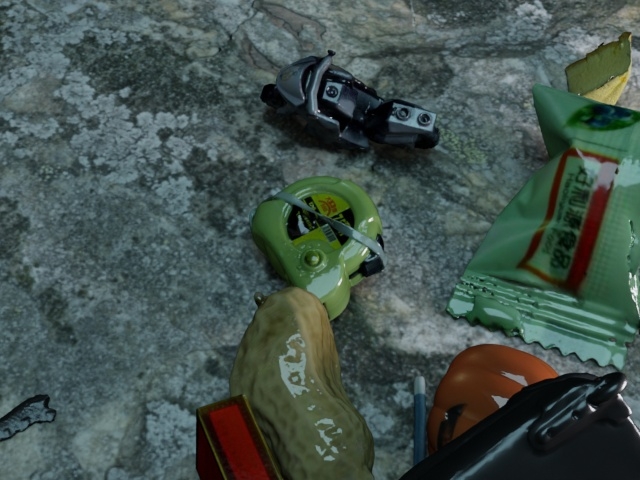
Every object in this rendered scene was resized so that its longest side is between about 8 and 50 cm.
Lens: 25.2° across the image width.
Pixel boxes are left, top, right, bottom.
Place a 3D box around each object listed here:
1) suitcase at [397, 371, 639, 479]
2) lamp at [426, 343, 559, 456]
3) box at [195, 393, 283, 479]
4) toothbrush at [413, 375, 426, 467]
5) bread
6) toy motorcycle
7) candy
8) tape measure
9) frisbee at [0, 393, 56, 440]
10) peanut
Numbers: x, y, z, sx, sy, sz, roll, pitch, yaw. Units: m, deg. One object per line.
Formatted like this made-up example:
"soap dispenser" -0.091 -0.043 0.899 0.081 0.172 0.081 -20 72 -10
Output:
"suitcase" 0.261 0.352 1.564 0.339 0.188 0.345 -35 95 -9
"lamp" 0.223 0.221 1.747 0.164 0.187 0.187 15 52 24
"box" -0.078 0.320 1.671 0.074 0.153 0.239 -14 56 -20
"toothbrush" 0.125 0.290 1.793 0.025 0.019 0.275 9 53 -5
"bread" 0.426 -0.261 2.177 0.080 0.109 0.084 7 57 -4
"toy motorcycle" 0.041 -0.194 2.064 0.271 0.159 0.106 15 75 8
"candy" 0.360 -0.029 1.990 0.263 0.172 0.397 17 73 20
"tape measure" 0.000 0.000 1.947 0.175 0.106 0.200 -33 59 -10
"frisbee" -0.421 0.239 1.788 0.187 0.012 0.211 -28 59 -24
"peanut" -0.029 0.204 1.775 0.143 0.159 0.291 13 48 -50
